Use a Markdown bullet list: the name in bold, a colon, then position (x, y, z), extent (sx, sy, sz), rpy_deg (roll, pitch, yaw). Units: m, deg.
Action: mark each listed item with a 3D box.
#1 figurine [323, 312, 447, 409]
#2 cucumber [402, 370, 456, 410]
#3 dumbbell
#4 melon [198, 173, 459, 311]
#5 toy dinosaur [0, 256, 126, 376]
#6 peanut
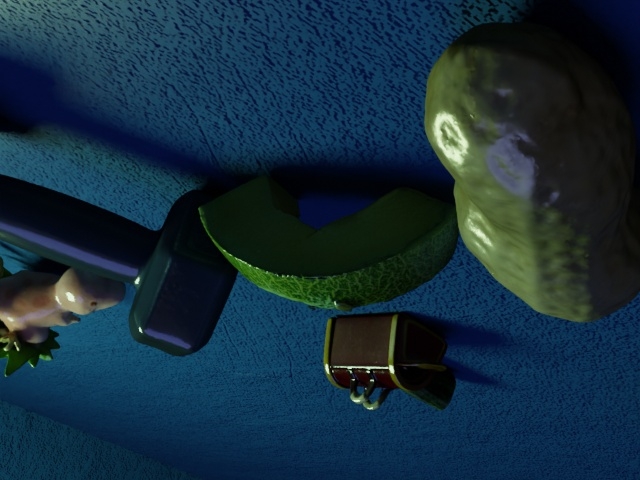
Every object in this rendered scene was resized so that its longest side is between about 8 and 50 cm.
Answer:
- **figurine**: position (0.069, 0.136, 1.167), extent (0.082, 0.098, 0.154), rpy_deg (35, 156, -32)
- **cucumber**: position (0.113, 0.162, 1.268), extent (0.105, 0.048, 0.048), rpy_deg (30, 156, -29)
- **dumbbell**: position (-0.229, -0.011, 0.950), extent (0.316, 0.144, 0.156), rpy_deg (21, 166, -10)
- **melon**: position (0.000, 0.000, 0.859), extent (0.209, 0.118, 0.064), rpy_deg (19, 149, 32)
- **toy dinosaur**: position (-0.353, 0.086, 1.325), extent (0.194, 0.152, 0.177), rpy_deg (16, 153, -15)
- **peanut**: position (0.134, -0.039, 0.654), extent (0.125, 0.111, 0.274), rpy_deg (23, 162, 32)
